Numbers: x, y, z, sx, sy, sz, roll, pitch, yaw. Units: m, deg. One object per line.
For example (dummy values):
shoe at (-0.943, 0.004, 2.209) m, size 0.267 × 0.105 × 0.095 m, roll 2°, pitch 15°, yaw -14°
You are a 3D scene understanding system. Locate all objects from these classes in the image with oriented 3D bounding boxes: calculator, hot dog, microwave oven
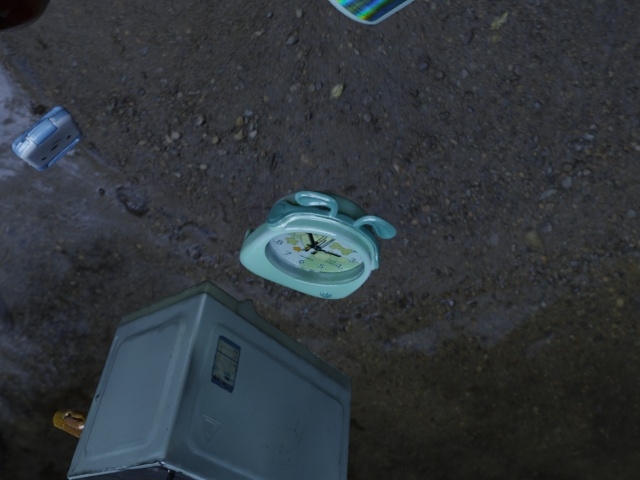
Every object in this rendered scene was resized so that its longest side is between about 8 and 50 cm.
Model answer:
calculator at (-0.511, -0.190, 1.081) m, size 0.121 × 0.210 × 0.039 m, roll -45°, pitch 99°, yaw -13°
hot dog at (-0.398, 0.297, 0.931) m, size 0.137 × 0.043 × 0.028 m, roll 1°, pitch 160°, yaw 43°
microwave oven at (-0.142, 0.274, 0.846) m, size 0.219 × 0.286 × 0.355 m, roll -21°, pitch 135°, yaw 31°

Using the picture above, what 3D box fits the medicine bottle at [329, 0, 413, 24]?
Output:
medicine bottle at (0.115, -0.394, 0.794) m, size 0.121 × 0.083 × 0.229 m, roll 17°, pitch 159°, yaw -37°

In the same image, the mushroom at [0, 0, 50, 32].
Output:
mushroom at (-0.474, -0.422, 0.689) m, size 0.260 × 0.345 × 0.345 m, roll 26°, pitch 118°, yaw 20°

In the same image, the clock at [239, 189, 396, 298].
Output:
clock at (0.000, 0.001, 0.667) m, size 0.148 × 0.060 × 0.188 m, roll 24°, pitch 147°, yaw -17°
